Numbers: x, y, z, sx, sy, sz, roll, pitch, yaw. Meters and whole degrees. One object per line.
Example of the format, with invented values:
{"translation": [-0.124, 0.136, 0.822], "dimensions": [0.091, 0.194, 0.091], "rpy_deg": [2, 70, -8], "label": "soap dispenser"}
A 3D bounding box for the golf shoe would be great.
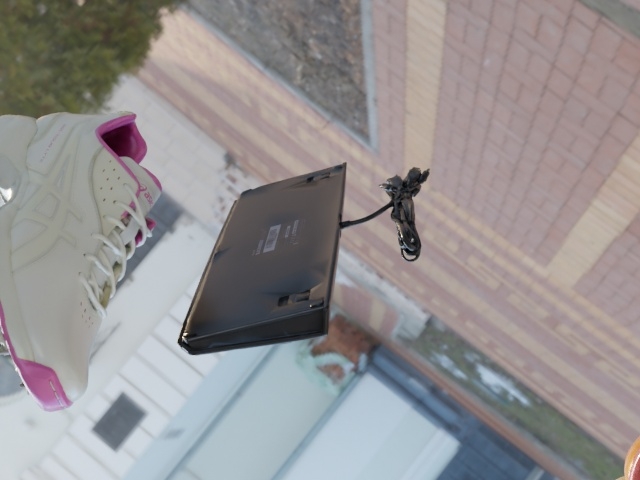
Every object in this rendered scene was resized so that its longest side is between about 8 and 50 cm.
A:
{"translation": [-0.196, -0.006, 0.762], "dimensions": [0.115, 0.140, 0.306], "rpy_deg": [81, 174, -50], "label": "golf shoe"}

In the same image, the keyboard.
{"translation": [0.000, 0.000, 0.800], "dimensions": [0.317, 0.201, 0.033], "rpy_deg": [-81, -26, -65], "label": "keyboard"}

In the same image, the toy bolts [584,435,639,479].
{"translation": [0.226, 0.208, 0.566], "dimensions": [0.228, 0.158, 0.218], "rpy_deg": [11, -132, -40], "label": "toy bolts"}
